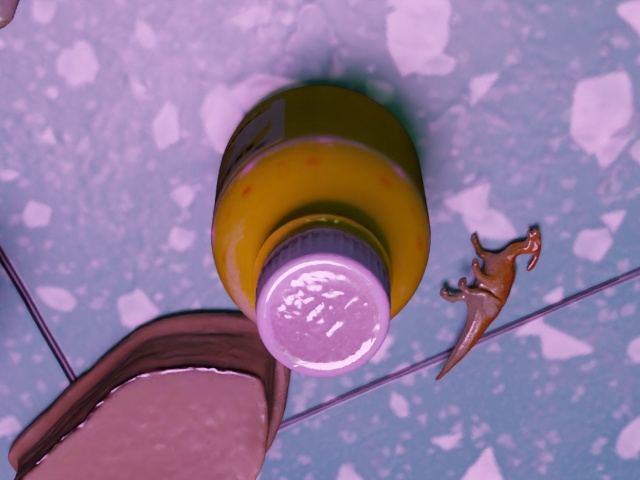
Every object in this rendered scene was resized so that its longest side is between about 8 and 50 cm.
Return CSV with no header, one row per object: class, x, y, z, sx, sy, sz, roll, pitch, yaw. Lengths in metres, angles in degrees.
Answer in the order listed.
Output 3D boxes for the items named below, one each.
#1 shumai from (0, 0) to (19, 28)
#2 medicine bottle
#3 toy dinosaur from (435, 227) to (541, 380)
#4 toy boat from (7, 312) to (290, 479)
shumai,-0.315,-0.141,0.936,0.323,0.324,0.398,-9,114,-13
medicine bottle,0.000,0.000,1.021,0.121,0.212,0.122,0,111,0
toy dinosaur,0.092,0.035,1.134,0.041,0.026,0.113,31,101,-24
toy boat,-0.095,0.120,1.149,0.188,0.061,0.116,-41,105,14
